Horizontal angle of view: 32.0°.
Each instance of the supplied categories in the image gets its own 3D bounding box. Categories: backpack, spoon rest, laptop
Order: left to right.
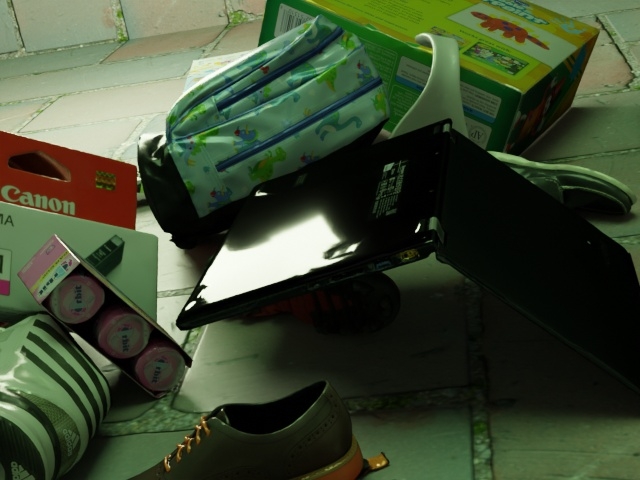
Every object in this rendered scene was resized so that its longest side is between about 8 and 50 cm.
[{"bbox_3d":[-0.074,-0.158,1.576,0.356,0.273,0.290,-15,1,0],"label":"backpack"},{"bbox_3d":[0.116,0.043,1.193,0.408,0.236,0.382,-18,18,15],"label":"laptop"},{"bbox_3d":[0.153,-0.163,1.562,0.137,0.276,0.084,8,-10,-12],"label":"spoon rest"}]

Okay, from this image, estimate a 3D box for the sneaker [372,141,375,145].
[{"bbox_3d":[0.010,-0.249,2.000,0.123,0.146,0.330,-18,21,-15],"label":"sneaker"}]

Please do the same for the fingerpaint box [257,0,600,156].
[{"bbox_3d":[0.178,-0.312,1.839,0.445,0.163,0.371,26,35,18],"label":"fingerpaint box"}]

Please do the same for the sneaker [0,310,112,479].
[{"bbox_3d":[-0.424,0.173,1.158,0.448,0.169,0.257,5,16,17],"label":"sneaker"}]

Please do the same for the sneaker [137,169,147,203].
[{"bbox_3d":[-0.249,-0.133,1.884,0.235,0.097,0.084,-18,22,-19],"label":"sneaker"}]

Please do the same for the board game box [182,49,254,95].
[{"bbox_3d":[-0.165,-0.251,2.085,0.144,0.142,0.275,-10,21,2],"label":"board game box"}]

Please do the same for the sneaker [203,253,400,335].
[{"bbox_3d":[-0.006,0.040,1.324,0.276,0.097,0.135,6,29,40],"label":"sneaker"}]

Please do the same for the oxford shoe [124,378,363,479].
[{"bbox_3d":[-0.103,0.193,0.972,0.271,0.098,0.097,-19,23,-9],"label":"oxford shoe"}]

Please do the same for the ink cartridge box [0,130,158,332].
[{"bbox_3d":[-0.319,-0.018,1.301,0.275,0.238,0.060,13,-25,-36],"label":"ink cartridge box"}]

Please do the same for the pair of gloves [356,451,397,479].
[{"bbox_3d":[0.032,0.213,0.986,0.074,0.010,0.083,-15,21,-11],"label":"pair of gloves"}]

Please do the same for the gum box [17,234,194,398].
[{"bbox_3d":[-0.230,0.086,1.213,0.062,0.188,0.107,-48,31,-7],"label":"gum box"}]

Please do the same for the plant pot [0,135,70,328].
[{"bbox_3d":[-0.484,0.001,1.433,0.265,0.272,0.272,5,26,42],"label":"plant pot"}]

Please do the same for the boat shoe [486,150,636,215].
[{"bbox_3d":[0.304,-0.059,1.493,0.233,0.084,0.079,12,68,32],"label":"boat shoe"}]
